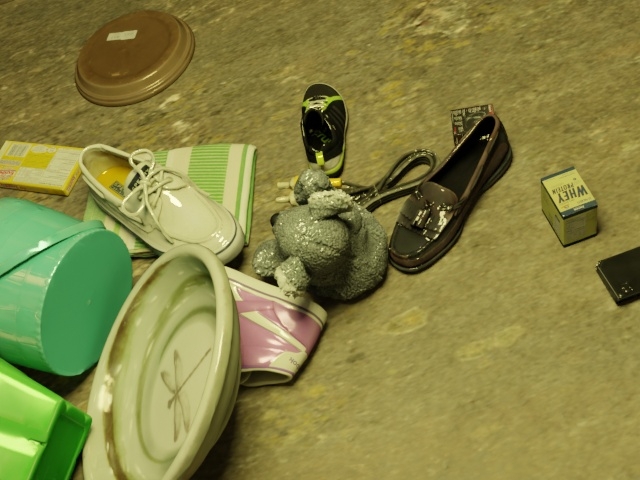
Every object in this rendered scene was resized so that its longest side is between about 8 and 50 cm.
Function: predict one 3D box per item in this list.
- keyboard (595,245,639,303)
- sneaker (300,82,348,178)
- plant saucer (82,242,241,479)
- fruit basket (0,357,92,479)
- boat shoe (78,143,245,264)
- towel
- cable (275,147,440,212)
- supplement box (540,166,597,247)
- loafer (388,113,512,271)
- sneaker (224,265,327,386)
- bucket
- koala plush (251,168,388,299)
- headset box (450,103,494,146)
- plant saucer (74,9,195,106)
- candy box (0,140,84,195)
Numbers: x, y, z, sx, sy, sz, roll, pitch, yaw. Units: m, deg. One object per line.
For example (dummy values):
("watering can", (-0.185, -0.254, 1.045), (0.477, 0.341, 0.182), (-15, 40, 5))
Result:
("keyboard", (0.510, 0.045, 1.243), (0.180, 0.023, 0.108), (-21, 46, 2))
("sneaker", (0.006, -0.217, 1.531), (0.084, 0.097, 0.235), (-12, 53, 7))
("plant saucer", (-0.211, 0.206, 1.221), (0.400, 0.100, 0.401), (-34, 45, 42))
("fruit basket", (-0.557, 0.315, 1.170), (0.391, 0.283, 0.392), (0, 68, 1))
("boat shoe", (-0.287, -0.082, 1.438), (0.367, 0.156, 0.136), (31, 69, 34))
("towel", (-0.278, -0.070, 1.552), (0.324, 0.038, 0.248), (-7, 53, 13))
("cable", (0.071, -0.078, 1.429), (0.287, 0.072, 0.140), (-18, 57, 4))
("supplement box", (0.383, -0.051, 1.309), (0.056, 0.083, 0.083), (-21, 52, 1))
("loafer", (0.204, -0.086, 1.379), (0.109, 0.095, 0.302), (29, 67, 31))
("sneaker", (-0.147, 0.135, 1.326), (0.282, 0.102, 0.161), (16, 64, 26))
("bucket", (-0.443, 0.076, 1.356), (0.183, 0.281, 0.281), (13, 60, 18))
("koala plush", (0.000, 0.000, 1.277), (0.203, 0.221, 0.196), (30, 91, 11))
("headset box", (0.272, -0.203, 1.483), (0.083, 0.032, 0.062), (-7, 54, 10))
("plant saucer", (-0.406, -0.402, 1.823), (0.277, 0.041, 0.278), (-9, 53, 12))
("candy box", (-0.569, -0.146, 1.696), (0.205, 0.027, 0.105), (8, 61, 22))
